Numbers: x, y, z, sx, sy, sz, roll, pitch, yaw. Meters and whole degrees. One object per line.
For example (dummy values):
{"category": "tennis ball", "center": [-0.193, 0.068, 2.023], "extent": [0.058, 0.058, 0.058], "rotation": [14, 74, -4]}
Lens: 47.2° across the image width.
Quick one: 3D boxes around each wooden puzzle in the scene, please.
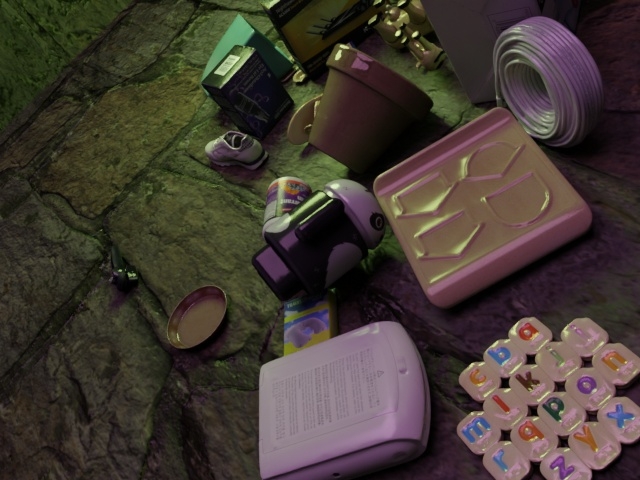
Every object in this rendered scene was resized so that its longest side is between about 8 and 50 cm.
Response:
{"category": "wooden puzzle", "center": [0.300, -0.062, 1.412], "extent": [0.322, 0.080, 0.348], "rotation": [-30, 48, 9]}

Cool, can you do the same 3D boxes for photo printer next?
{"category": "photo printer", "center": [0.042, 0.287, 1.279], "extent": [0.307, 0.107, 0.256], "rotation": [-24, 43, 18]}

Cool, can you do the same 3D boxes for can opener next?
{"category": "can opener", "center": [-0.541, 0.076, 1.970], "extent": [0.186, 0.073, 0.059], "rotation": [46, 126, 53]}

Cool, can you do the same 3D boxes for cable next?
{"category": "cable", "center": [0.430, -0.296, 1.392], "extent": [0.089, 0.257, 0.257], "rotation": [-31, 44, -8]}

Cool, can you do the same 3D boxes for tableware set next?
{"category": "tableware set", "center": [-0.055, -0.513, 2.139], "extent": [0.169, 0.020, 0.141], "rotation": [18, 67, 45]}

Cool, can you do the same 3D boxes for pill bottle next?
{"category": "pill bottle", "center": [-0.075, -0.043, 1.665], "extent": [0.108, 0.108, 0.193], "rotation": [-19, 45, 24]}

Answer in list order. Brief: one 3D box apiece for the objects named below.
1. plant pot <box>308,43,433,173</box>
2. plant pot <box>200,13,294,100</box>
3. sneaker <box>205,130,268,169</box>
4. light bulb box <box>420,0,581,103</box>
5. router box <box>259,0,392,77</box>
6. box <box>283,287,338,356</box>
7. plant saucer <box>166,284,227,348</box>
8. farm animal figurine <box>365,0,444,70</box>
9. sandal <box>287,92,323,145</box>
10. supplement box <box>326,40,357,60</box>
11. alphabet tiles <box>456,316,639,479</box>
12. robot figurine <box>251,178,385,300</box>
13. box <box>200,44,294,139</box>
{"category": "plant pot", "center": [0.091, -0.283, 1.673], "extent": [0.229, 0.263, 0.263], "rotation": [-58, 40, 6]}
{"category": "plant pot", "center": [-0.234, -0.505, 2.166], "extent": [0.234, 0.166, 0.165], "rotation": [-48, 38, 12]}
{"category": "sneaker", "center": [-0.245, -0.260, 2.002], "extent": [0.235, 0.095, 0.090], "rotation": [9, 62, 44]}
{"category": "light bulb box", "center": [0.396, -0.555, 1.569], "extent": [0.225, 0.358, 0.361], "rotation": [-2, 55, 34]}
{"category": "router box", "center": [0.024, -0.636, 2.003], "extent": [0.309, 0.243, 0.081], "rotation": [-37, 41, -1]}
{"category": "box", "center": [-0.019, 0.173, 1.480], "extent": [0.109, 0.042, 0.178], "rotation": [-22, 45, 21]}
{"category": "plant saucer", "center": [-0.278, 0.180, 1.683], "extent": [0.168, 0.029, 0.168], "rotation": [-21, 44, 23]}
{"category": "farm animal figurine", "center": [0.263, -0.548, 1.828], "extent": [0.327, 0.172, 0.330], "rotation": [3, 64, 54]}
{"category": "sandal", "center": [0.020, -0.328, 1.863], "extent": [0.240, 0.088, 0.079], "rotation": [-43, 34, -10]}
{"category": "supplement box", "center": [0.073, -0.479, 1.981], "extent": [0.083, 0.056, 0.083], "rotation": [-32, 41, 10]}
{"category": "alphabet tiles", "center": [0.354, 0.249, 1.140], "extent": [0.284, 0.021, 0.278], "rotation": [-42, 41, -1]}
{"category": "robot figurine", "center": [0.001, 0.001, 1.472], "extent": [0.278, 0.173, 0.209], "rotation": [-38, 20, -8]}
{"category": "box", "center": [-0.197, -0.405, 2.008], "extent": [0.108, 0.207, 0.153], "rotation": [26, 73, 47]}
